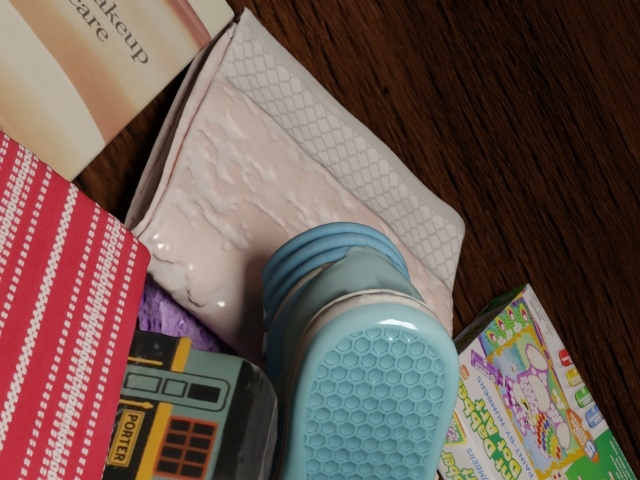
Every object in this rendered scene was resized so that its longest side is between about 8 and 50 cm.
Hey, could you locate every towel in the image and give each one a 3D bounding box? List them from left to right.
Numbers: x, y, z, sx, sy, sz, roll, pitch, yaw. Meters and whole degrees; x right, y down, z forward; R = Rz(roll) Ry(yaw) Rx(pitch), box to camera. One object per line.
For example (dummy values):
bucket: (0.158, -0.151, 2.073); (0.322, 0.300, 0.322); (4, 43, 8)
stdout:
towel: (-0.194, 0.005, 0.560); (0.275, 0.031, 0.199); (39, 40, -32)
towel: (0.000, 0.000, 1.076); (0.332, 0.053, 0.317); (43, 37, -25)

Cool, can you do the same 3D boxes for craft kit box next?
craft kit box: (0.200, 0.197, 1.258); (0.250, 0.061, 0.246); (60, 37, -4)

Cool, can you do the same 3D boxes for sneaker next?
sneaker: (0.005, 0.134, 0.899); (0.127, 0.319, 0.208); (11, 28, -14)

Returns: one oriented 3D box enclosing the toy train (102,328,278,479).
toy train: (-0.136, 0.184, 0.681); (0.142, 0.190, 0.334); (92, 8, -47)

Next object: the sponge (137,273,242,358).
sponge: (-0.055, 0.077, 1.018); (0.210, 0.031, 0.117); (18, 53, -46)

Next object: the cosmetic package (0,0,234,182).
cosmetic package: (-0.197, -0.123, 0.881); (0.153, 0.129, 0.296); (51, 35, -15)
